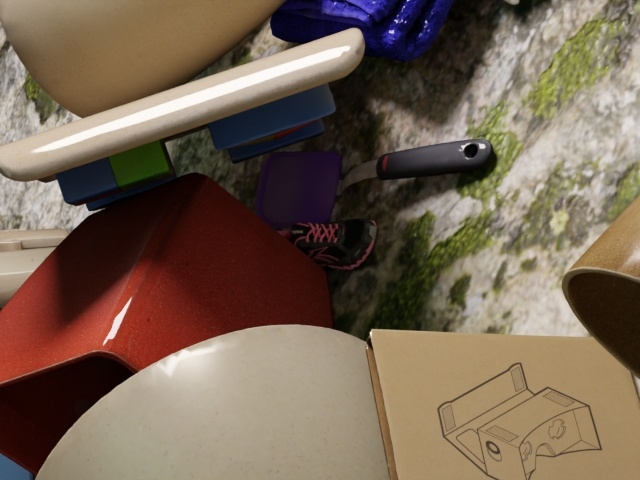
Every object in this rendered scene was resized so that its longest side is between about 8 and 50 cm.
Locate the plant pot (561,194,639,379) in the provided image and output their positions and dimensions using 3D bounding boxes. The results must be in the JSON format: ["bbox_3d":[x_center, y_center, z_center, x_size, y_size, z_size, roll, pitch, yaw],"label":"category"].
[{"bbox_3d":[0.321,-0.010,1.065,0.254,0.237,0.237,-54,35,-11],"label":"plant pot"}]

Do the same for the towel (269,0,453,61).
[{"bbox_3d":[0.050,-0.292,1.627,0.228,0.076,0.308,-64,27,-1],"label":"towel"}]

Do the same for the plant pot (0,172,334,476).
[{"bbox_3d":[-0.137,0.097,1.523,0.267,0.267,0.236,-19,42,44],"label":"plant pot"}]

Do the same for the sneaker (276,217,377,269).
[{"bbox_3d":[0.000,0.000,1.565,0.119,0.057,0.047,-16,55,43],"label":"sneaker"}]

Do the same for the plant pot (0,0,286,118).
[{"bbox_3d":[-0.139,-0.276,1.641,0.274,0.256,0.257,-18,55,30],"label":"plant pot"}]

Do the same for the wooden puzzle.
[{"bbox_3d":[-0.115,-0.098,1.526,0.322,0.081,0.348,-19,4,-2],"label":"wooden puzzle"}]

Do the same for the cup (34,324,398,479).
[{"bbox_3d":[-0.027,0.262,1.224,0.331,0.331,0.237,-52,43,15],"label":"cup"}]

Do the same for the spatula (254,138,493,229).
[{"bbox_3d":[0.046,-0.061,1.568,0.296,0.030,0.084,-9,63,47],"label":"spatula"}]

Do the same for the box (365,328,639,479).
[{"bbox_3d":[0.141,0.138,1.203,0.021,0.201,0.164,111,156,-47],"label":"box"}]

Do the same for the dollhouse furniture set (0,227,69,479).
[{"bbox_3d":[-0.279,0.156,1.804,0.286,0.198,0.304,-138,45,-74],"label":"dollhouse furniture set"}]

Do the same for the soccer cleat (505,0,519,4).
[{"bbox_3d":[0.219,-0.288,1.474,0.196,0.068,0.076,-44,45,34],"label":"soccer cleat"}]
